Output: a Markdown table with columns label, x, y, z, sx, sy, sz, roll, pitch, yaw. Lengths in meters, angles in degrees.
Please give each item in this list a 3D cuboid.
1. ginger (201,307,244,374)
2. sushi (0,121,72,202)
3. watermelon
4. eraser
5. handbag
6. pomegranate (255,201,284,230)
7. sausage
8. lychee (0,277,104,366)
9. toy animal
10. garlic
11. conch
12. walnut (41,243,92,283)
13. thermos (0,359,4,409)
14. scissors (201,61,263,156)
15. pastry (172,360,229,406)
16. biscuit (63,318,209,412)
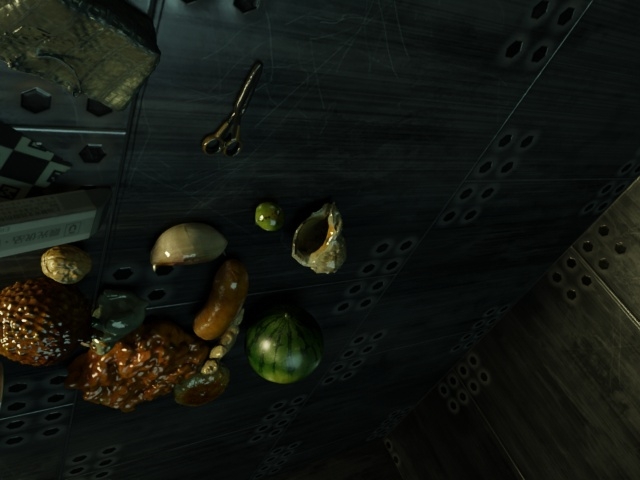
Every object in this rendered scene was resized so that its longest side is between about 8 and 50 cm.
| label | x | y | z | sx | sy | sz | roll | pitch | yaw |
| --- | --- | --- | --- | --- | --- | --- | --- | --- | --- |
| ginger | -0.281 | 0.297 | 1.643 | 0.065 | 0.149 | 0.259 | 27 | 129 | -11 |
| sushi | -0.635 | -0.072 | 0.912 | 0.339 | 0.069 | 0.320 | -35 | 148 | 8 |
| watermelon | -0.109 | 0.308 | 1.696 | 0.242 | 0.242 | 0.242 | -21 | 147 | -14 |
| eraser | -0.525 | -0.026 | 0.998 | 0.351 | 0.061 | 0.089 | -18 | 148 | -46 |
| handbag | -0.361 | -0.290 | 0.832 | 0.175 | 0.089 | 0.270 | -36 | 148 | 24 |
| pomegranate | -0.121 | -0.054 | 1.349 | 0.073 | 0.073 | 0.084 | -21 | 164 | -13 |
| sausage | -0.257 | 0.159 | 1.498 | 0.108 | 0.109 | 0.271 | -4 | 139 | -35 |
| lychee | -0.571 | 0.169 | 1.176 | 0.238 | 0.200 | 0.200 | 14 | 135 | -9 |
| toy animal | -0.511 | 0.217 | 1.372 | 0.138 | 0.108 | 0.236 | 0 | 138 | -39 |
| garlic | -0.288 | 0.016 | 1.313 | 0.198 | 0.091 | 0.128 | -12 | 159 | -38 |
| conch | 0.000 | 0.000 | 1.459 | 0.155 | 0.130 | 0.207 | -19 | 134 | -40 |
| walnut | -0.521 | 0.049 | 1.165 | 0.078 | 0.083 | 0.096 | -16 | 160 | 36 |
| thermos | -0.848 | 0.327 | 1.231 | 0.265 | 0.146 | 0.176 | 11 | 130 | -41 |
| scissors | -0.159 | -0.250 | 1.096 | 0.088 | 0.017 | 0.220 | 1 | 136 | -39 |
| pastry | -0.389 | 0.459 | 1.815 | 0.182 | 0.093 | 0.193 | -2 | 139 | -33 |
| biscuit | -0.491 | 0.346 | 1.565 | 0.318 | 0.111 | 0.312 | -33 | 146 | 5 |
